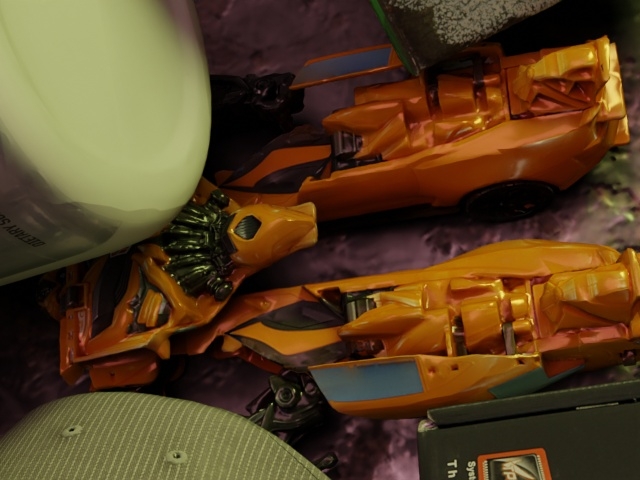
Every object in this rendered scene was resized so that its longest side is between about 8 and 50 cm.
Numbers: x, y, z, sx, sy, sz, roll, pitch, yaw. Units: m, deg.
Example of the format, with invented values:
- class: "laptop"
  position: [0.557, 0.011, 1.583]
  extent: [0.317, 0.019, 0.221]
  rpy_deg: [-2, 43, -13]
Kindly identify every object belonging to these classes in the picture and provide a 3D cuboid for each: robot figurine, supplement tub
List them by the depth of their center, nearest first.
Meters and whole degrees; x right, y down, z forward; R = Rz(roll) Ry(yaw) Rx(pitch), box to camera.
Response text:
- class: "supplement tub"
  position: [-0.223, -0.054, 0.662]
  extent: [0.316, 0.193, 0.194]
  rpy_deg: [-17, 67, 25]
- class: "robot figurine"
  position: [0.000, 0.000, 0.703]
  extent: [0.291, 0.085, 0.211]
  rpy_deg: [-10, 68, 12]

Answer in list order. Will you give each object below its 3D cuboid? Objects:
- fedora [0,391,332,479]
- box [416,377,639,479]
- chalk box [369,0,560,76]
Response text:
- class: "fedora"
  position: [-0.058, 0.151, 0.617]
  extent: [0.275, 0.244, 0.124]
  rpy_deg: [7, 43, 31]
- class: "box"
  position: [0.202, 0.237, 0.530]
  extent: [0.318, 0.097, 0.395]
  rpy_deg: [-10, 68, 23]
- class: "chalk box"
  position: [0.042, -0.255, 0.648]
  extent: [0.180, 0.289, 0.179]
  rpy_deg: [-26, 36, 5]
